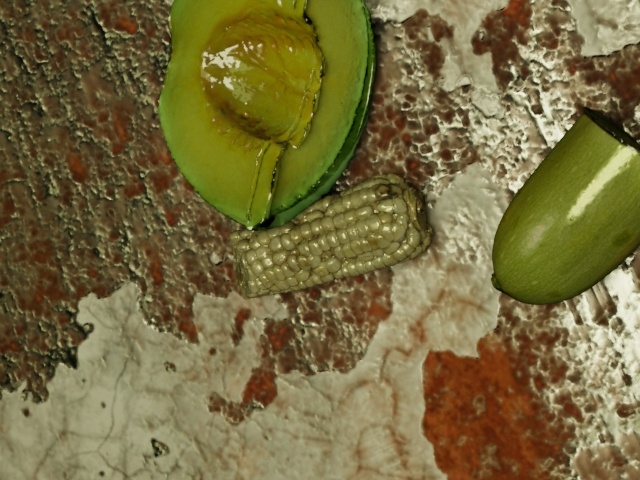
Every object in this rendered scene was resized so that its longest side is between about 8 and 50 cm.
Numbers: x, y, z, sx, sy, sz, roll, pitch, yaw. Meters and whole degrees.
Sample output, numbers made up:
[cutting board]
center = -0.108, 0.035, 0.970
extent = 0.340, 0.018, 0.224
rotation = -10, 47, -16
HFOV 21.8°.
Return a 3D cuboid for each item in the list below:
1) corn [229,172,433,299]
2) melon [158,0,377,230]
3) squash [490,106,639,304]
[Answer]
[corn]
center = 0.000, 0.000, 1.548
extent = 0.211, 0.087, 0.087
rotation = -17, 88, 18
[melon]
center = -0.051, -0.153, 1.546
extent = 0.169, 0.129, 0.265
rotation = 17, 102, 39
[squash]
center = 0.220, -0.019, 1.456
extent = 0.123, 0.123, 0.187
rotation = 44, 104, 11
